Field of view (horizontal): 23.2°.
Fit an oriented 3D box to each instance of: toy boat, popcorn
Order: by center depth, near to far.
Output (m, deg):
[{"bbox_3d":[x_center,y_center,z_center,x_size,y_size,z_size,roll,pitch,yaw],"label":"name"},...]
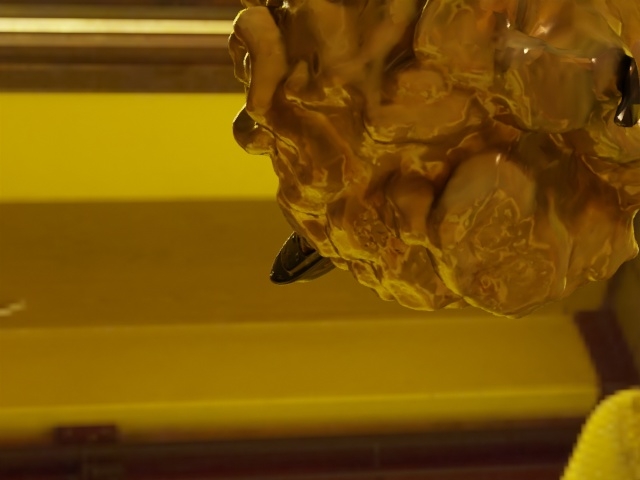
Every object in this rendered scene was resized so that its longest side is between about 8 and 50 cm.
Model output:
[{"bbox_3d":[0.079,-0.086,0.750,0.225,0.249,0.249,-19,71,55],"label":"popcorn"},{"bbox_3d":[0.000,0.000,1.490,0.141,0.060,0.055,-39,46,31],"label":"toy boat"}]
